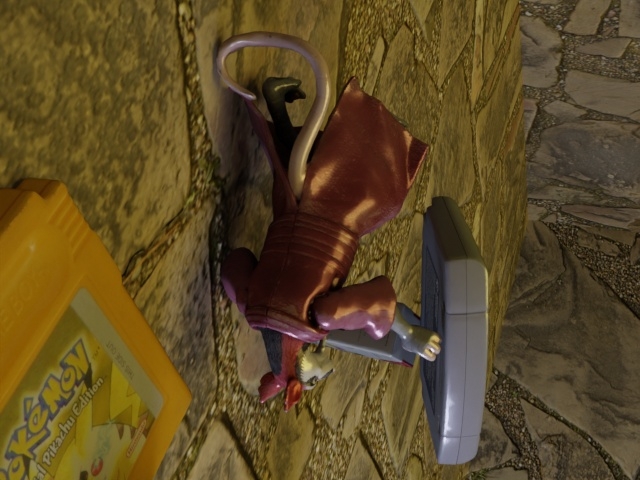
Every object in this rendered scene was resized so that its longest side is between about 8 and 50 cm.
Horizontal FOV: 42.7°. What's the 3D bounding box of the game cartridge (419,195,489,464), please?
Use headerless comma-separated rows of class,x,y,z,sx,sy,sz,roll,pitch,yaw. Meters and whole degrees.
game cartridge,0.162,0.118,1.018,0.198,0.062,0.297,-103,-170,-62

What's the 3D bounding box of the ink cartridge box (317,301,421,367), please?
ink cartridge box,0.038,0.113,1.119,0.127,0.175,0.072,38,65,-65

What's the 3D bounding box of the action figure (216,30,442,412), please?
action figure,0.000,0.000,0.886,0.275,0.248,0.370,53,46,-60

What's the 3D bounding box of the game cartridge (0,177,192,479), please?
game cartridge,-0.224,0.151,0.641,0.323,0.053,0.285,74,31,-48
